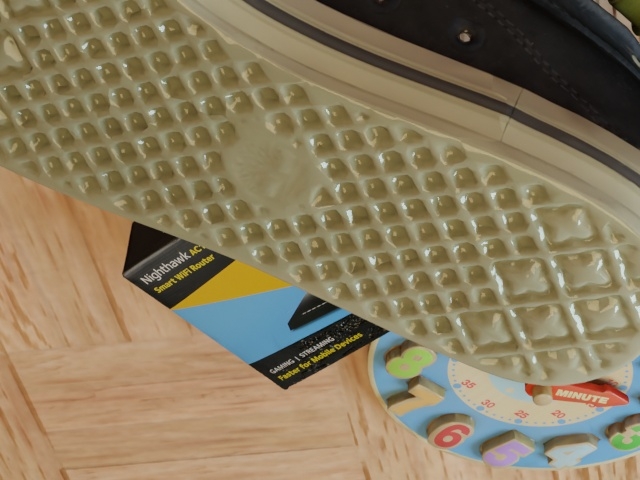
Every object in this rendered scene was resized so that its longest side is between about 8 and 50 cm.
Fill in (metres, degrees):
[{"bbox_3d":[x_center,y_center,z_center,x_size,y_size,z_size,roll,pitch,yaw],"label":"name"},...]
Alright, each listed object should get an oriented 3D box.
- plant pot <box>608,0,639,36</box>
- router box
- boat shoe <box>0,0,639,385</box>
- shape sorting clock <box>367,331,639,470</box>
[{"bbox_3d":[0.131,-0.147,0.759,0.079,0.083,0.083,29,132,-9],"label":"plant pot"},{"bbox_3d":[0.000,0.000,0.933,0.179,0.046,0.133,-32,125,31],"label":"router box"},{"bbox_3d":[-0.056,-0.112,0.752,0.500,0.156,0.187,27,135,-4],"label":"boat shoe"},{"bbox_3d":[0.130,0.079,1.011,0.206,0.040,0.206,2,136,2],"label":"shape sorting clock"}]
